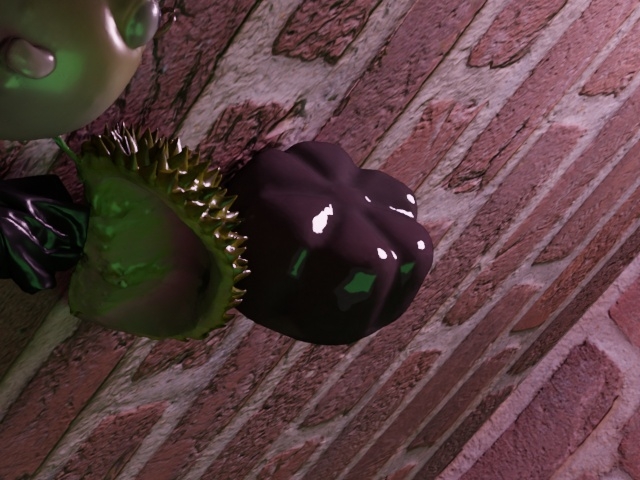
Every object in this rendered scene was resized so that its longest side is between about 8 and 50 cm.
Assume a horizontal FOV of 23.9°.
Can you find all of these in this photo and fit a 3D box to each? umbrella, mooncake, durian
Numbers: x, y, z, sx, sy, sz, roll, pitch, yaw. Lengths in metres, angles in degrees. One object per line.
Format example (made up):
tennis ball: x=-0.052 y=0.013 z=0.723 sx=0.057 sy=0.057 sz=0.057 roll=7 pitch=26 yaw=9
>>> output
umbrella: x=-0.326 y=-0.008 z=1.250 sx=0.118 sy=0.118 sz=0.340 roll=-50 pitch=157 yaw=19
mooncake: x=0.000 y=0.000 z=1.653 sx=0.245 sy=0.245 sz=0.133 roll=-17 pitch=143 yaw=-47
durian: x=-0.165 y=0.006 z=1.490 sx=0.169 sy=0.157 sz=0.355 roll=-16 pitch=151 yaw=-15

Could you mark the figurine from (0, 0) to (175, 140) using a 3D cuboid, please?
figurine: x=-0.164 y=-0.263 z=0.990 sx=0.394 sy=0.226 sz=0.274 roll=-49 pitch=130 yaw=2
